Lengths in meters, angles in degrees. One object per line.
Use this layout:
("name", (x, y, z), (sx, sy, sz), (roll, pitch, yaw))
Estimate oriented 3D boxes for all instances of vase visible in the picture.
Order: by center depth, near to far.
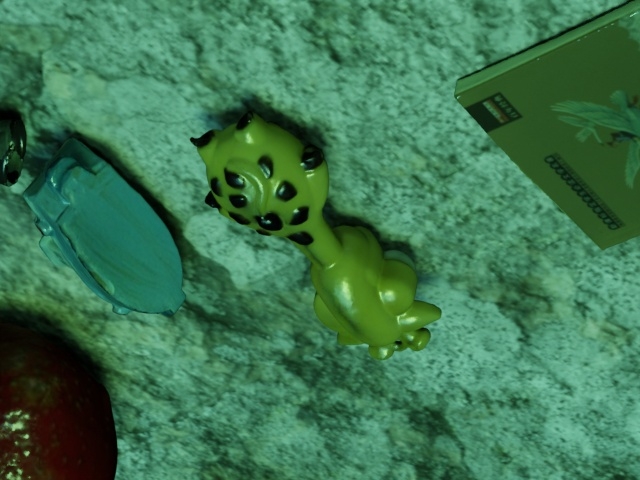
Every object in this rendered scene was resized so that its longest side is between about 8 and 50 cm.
("vase", (-0.337, -0.083, 1.619), (0.167, 0.059, 0.059), (7, 140, 6))

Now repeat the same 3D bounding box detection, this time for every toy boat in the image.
("toy boat", (-0.192, -0.005, 1.675), (0.102, 0.088, 0.215), (21, 156, 48))

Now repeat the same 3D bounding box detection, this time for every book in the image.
("book", (0.289, -0.108, 1.479), (0.310, 0.021, 0.217), (-24, 129, 34))

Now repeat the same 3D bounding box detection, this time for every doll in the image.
("doll", (0.000, -0.001, 1.619), (0.117, 0.086, 0.291), (-16, 131, 34))

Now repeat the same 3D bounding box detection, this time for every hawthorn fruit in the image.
("hawthorn fruit", (-0.290, 0.210, 1.839), (0.230, 0.210, 0.266), (-15, 139, 31))
